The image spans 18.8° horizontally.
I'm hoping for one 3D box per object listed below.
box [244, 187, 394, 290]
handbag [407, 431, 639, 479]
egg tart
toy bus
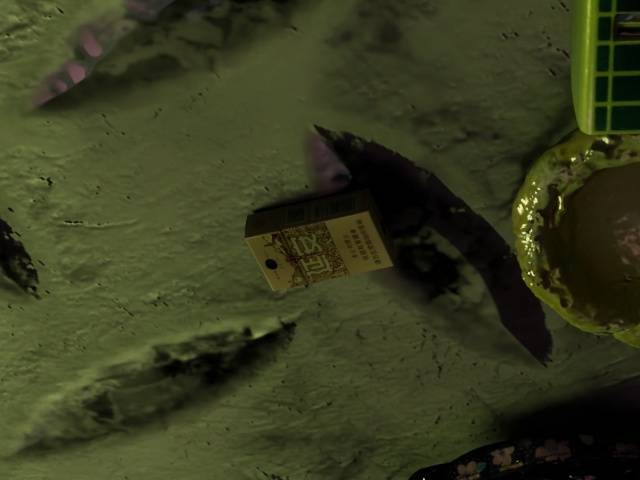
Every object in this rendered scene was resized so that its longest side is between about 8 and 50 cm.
[{"bbox_3d":[0.000,0.000,1.217,0.083,0.024,0.053,-14,134,15],"label":"box"},{"bbox_3d":[0.164,0.226,1.371,0.228,0.127,0.208,-12,128,15],"label":"handbag"},{"bbox_3d":[0.208,-0.020,1.147,0.197,0.078,0.197,0,137,0],"label":"egg tart"},{"bbox_3d":[0.177,-0.141,1.017,0.101,0.088,0.175,-1,137,6],"label":"toy bus"}]
